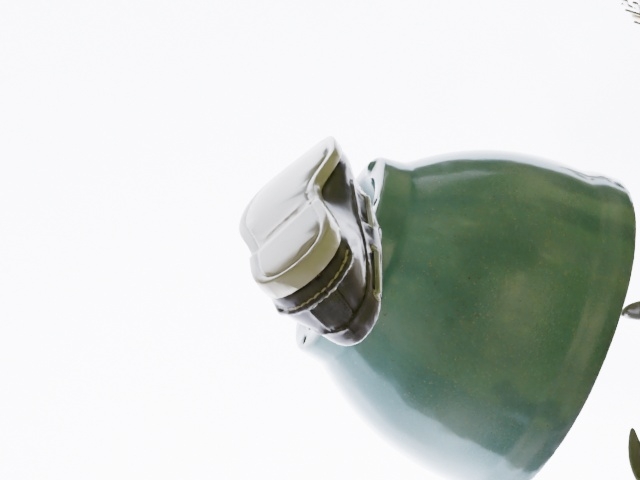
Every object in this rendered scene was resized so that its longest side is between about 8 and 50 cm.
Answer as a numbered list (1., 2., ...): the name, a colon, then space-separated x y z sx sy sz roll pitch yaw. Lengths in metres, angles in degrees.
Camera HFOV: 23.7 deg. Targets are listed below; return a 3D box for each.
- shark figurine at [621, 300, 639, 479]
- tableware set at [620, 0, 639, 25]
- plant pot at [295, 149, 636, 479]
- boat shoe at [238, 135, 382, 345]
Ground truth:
1. shark figurine: 0.337 0.175 1.333 0.116 0.166 0.278 0 -102 31
2. tableware set: 0.371 -0.235 1.596 0.104 0.154 0.024 21 -86 17
3. plant pot: 0.100 0.046 1.264 0.196 0.293 0.293 22 -128 -11
4. boat shoe: 0.000 0.000 0.881 0.075 0.065 0.206 -38 -163 12
